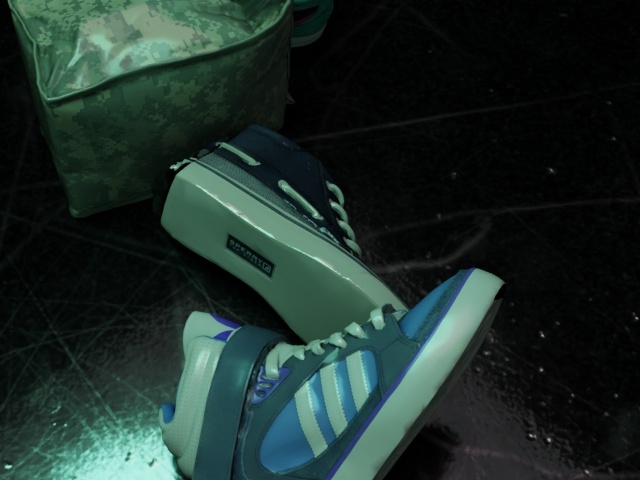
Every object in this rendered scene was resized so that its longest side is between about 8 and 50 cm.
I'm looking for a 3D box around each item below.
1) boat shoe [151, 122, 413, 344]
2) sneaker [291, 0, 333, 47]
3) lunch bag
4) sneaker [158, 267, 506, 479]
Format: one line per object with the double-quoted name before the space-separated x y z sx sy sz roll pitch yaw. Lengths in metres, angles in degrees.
"boat shoe" 0.000 0.000 1.085 0.340 0.127 0.158 38 47 10
"sneaker" -0.109 -0.300 1.207 0.295 0.178 0.124 -6 70 -21
"lunch bag" -0.166 -0.179 1.127 0.287 0.235 0.169 -18 65 -14
"sneaker" -0.014 0.106 0.940 0.236 0.130 0.323 37 99 15
